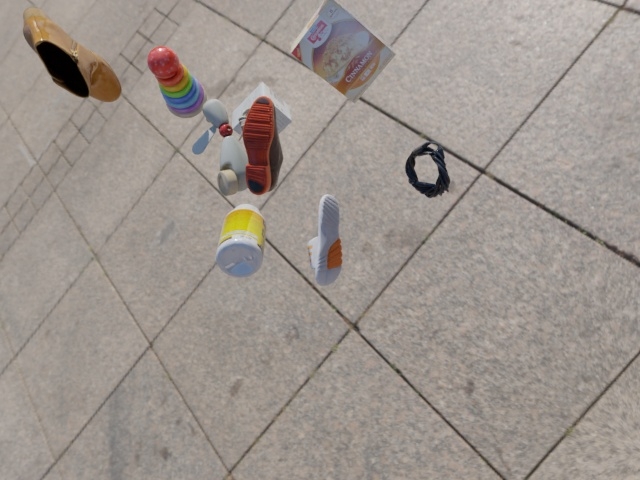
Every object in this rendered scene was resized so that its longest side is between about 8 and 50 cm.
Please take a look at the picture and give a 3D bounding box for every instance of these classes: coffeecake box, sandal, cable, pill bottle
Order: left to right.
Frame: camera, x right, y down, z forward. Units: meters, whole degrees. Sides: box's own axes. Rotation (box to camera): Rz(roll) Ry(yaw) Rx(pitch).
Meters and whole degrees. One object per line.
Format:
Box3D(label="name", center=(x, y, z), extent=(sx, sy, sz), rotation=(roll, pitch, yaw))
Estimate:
Box3D(label="pill bottle", center=(-0.202, -0.008, 1.341), extent=(0.117, 0.117, 0.215), rotation=(-32, 29, 18))
Box3D(label="sandal", center=(0.008, 0.000, 1.505), extent=(0.076, 0.102, 0.265), rotation=(-1, 86, 45))
Box3D(label="coffeecake box", center=(0.049, -0.424, 1.143), extent=(0.142, 0.185, 0.068), rotation=(-47, 25, 25))
Box3D(label="cable", center=(0.294, -0.187, 1.401), extent=(0.047, 0.184, 0.150), rotation=(-27, 91, -20))

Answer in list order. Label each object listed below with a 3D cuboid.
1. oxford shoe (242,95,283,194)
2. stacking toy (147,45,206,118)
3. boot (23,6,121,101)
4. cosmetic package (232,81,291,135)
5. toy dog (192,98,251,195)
Box3D(label="oxford shoe", center=(-0.155, -0.269, 1.450), extent=(0.097, 0.098, 0.271), rotation=(17, 111, 26))
Box3D(label="stacking toy", center=(-0.456, -0.504, 1.601), extent=(0.141, 0.330, 0.141), rotation=(0, 82, -1))
Box3D(label="boot", center=(-0.544, -0.371, 1.161), extent=(0.104, 0.295, 0.211), rotation=(-36, 55, 2))
Box3D(label="cosmetic package", center=(-0.233, -0.488, 2.026), extent=(0.184, 0.151, 0.151), rotation=(-40, 34, 21))
Box3D(label="toy dog", center=(-0.308, -0.283, 1.705), extent=(0.161, 0.220, 0.333), rotation=(-33, 58, 51))
